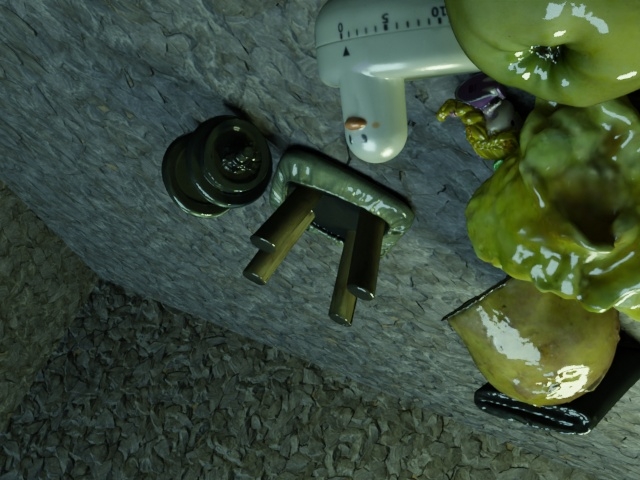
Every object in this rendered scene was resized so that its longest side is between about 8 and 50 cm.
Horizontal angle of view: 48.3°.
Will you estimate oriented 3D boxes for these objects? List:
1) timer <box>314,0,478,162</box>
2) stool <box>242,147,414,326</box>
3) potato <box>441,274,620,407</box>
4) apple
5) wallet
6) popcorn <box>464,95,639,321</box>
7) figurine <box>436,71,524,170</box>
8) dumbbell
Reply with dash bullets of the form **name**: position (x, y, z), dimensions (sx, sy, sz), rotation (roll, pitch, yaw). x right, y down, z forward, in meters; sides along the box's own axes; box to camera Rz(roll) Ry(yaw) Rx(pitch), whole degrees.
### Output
- **timer**: position (0.107, -0.224, 0.876), dimensions (0.233, 0.233, 0.240), rotation (4, 104, 45)
- **stool**: position (0.000, 0.000, 1.522), dimensions (0.310, 0.226, 0.310), rotation (27, 156, 1)
- **potato**: position (0.396, 0.153, 1.221), dimensions (0.237, 0.301, 0.289), rotation (57, 153, 10)
- **apple**: position (0.247, -0.257, 0.677), dimensions (0.262, 0.262, 0.262), rotation (23, 158, 10)
- **wallet**: position (0.501, 0.279, 1.445), dimensions (0.228, 0.062, 0.406), rotation (5, -169, 39)
- **popcorn**: position (0.394, -0.049, 0.958), dimensions (0.334, 0.292, 0.293), rotation (22, -176, -6)
- **figurine**: position (0.244, -0.162, 1.055), dimensions (0.115, 0.095, 0.156), rotation (-10, 135, 40)
- **dumbbell**: position (-0.216, -0.149, 1.483), dimensions (0.192, 0.192, 0.290), rotation (38, 155, -23)
